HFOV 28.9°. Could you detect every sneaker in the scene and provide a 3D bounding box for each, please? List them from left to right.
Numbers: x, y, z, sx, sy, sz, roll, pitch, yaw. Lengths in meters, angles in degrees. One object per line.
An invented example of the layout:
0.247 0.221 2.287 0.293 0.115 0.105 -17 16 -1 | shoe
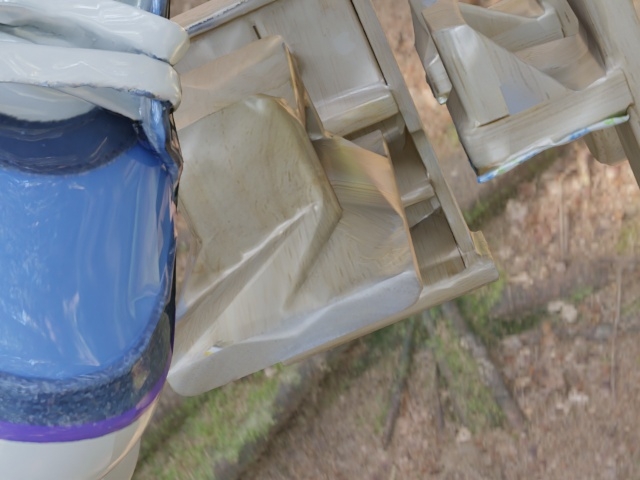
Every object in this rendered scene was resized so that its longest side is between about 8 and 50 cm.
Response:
-0.079 -0.123 0.330 0.130 0.236 0.323 6 49 -35 | sneaker

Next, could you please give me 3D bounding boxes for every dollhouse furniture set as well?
0.000 0.000 0.725 0.362 0.256 0.394 -23 20 7 | dollhouse furniture set

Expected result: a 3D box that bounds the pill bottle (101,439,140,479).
-0.341 0.190 1.265 0.283 0.161 0.161 -7 55 12 | pill bottle
